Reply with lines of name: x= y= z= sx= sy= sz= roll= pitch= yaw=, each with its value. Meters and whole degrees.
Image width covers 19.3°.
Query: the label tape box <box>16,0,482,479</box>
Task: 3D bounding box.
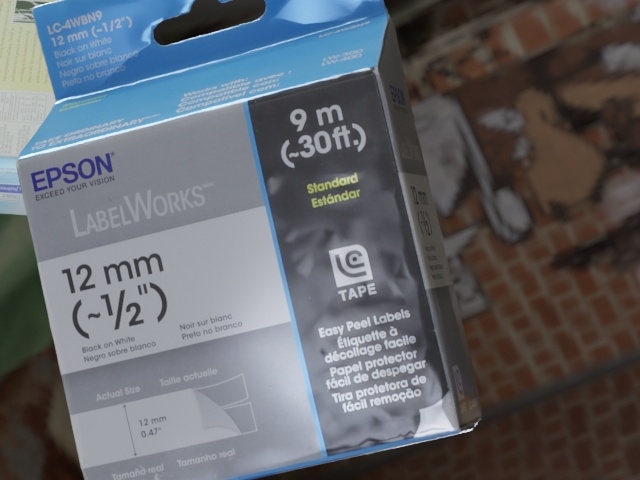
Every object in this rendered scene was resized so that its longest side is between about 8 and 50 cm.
label tape box: x=-0.058 y=-0.020 z=1.221 sx=0.115 sy=0.249 sz=0.348 roll=-8 pitch=-95 yaw=-77

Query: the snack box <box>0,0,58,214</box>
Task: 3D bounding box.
snack box: x=-0.260 y=-0.126 z=1.617 sx=0.322 sy=0.187 sz=0.060 roll=-97 pitch=12 yaw=-58
